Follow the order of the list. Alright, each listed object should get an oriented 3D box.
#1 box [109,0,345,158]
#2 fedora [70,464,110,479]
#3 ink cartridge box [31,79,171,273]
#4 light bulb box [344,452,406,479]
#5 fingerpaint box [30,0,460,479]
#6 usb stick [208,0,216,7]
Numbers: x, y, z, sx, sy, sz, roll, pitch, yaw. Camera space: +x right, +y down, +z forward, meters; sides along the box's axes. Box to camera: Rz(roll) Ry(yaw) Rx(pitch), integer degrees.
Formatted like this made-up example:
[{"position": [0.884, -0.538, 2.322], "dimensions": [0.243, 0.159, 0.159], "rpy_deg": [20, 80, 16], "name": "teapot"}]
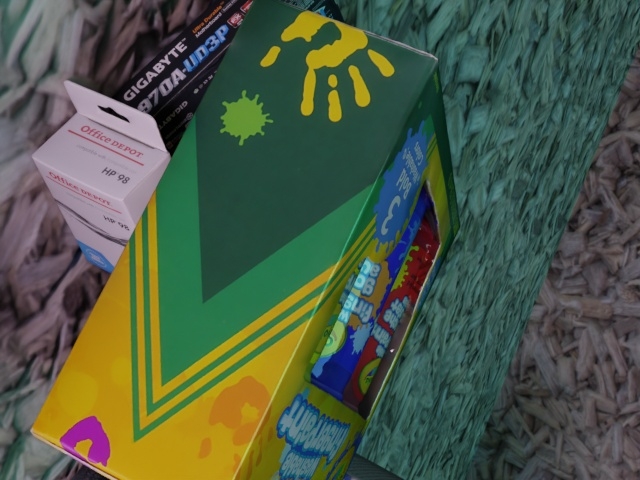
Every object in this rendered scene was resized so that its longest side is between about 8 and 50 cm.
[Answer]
[{"position": [-0.069, -0.145, 0.918], "dimensions": [0.220, 0.051, 0.175], "rpy_deg": [-45, 153, -6], "name": "box"}, {"position": [-0.160, 0.378, 1.059], "dimensions": [0.152, 0.334, 0.334], "rpy_deg": [-43, 168, 32], "name": "fedora"}, {"position": [-0.169, -0.037, 0.824], "dimensions": [0.060, 0.104, 0.180], "rpy_deg": [-51, 150, -27], "name": "ink cartridge box"}, {"position": [-0.009, 0.452, 1.251], "dimensions": [0.357, 0.361, 0.225], "rpy_deg": [-64, 153, -5], "name": "light bulb box"}, {"position": [-0.019, 0.060, 0.903], "dimensions": [0.371, 0.163, 0.445], "rpy_deg": [-64, 164, -10], "name": "fingerpaint box"}, {"position": [-0.039, -0.184, 1.019], "dimensions": [0.077, 0.045, 0.278], "rpy_deg": [-60, 155, -10], "name": "usb stick"}]
